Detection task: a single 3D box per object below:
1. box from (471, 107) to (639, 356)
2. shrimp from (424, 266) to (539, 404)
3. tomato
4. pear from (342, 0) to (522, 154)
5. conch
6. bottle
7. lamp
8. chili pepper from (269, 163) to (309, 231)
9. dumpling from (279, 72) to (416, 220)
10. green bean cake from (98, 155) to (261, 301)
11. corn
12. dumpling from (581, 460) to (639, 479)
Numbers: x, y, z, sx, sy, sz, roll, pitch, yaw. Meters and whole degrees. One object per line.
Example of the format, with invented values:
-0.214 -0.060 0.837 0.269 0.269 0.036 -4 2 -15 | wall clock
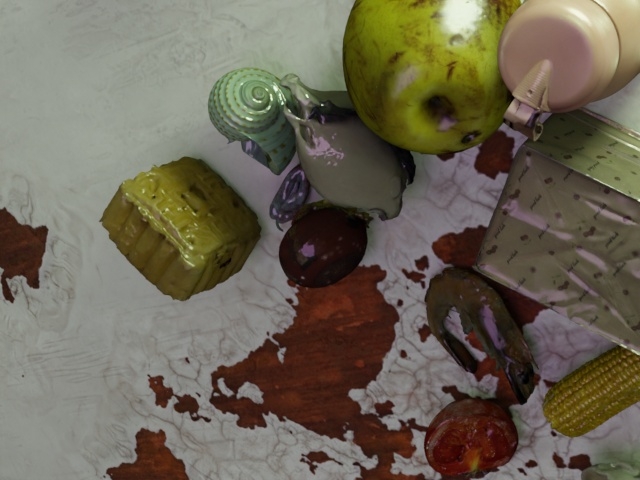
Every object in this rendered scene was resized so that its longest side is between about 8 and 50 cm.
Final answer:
0.401 -0.017 1.469 0.297 0.190 0.225 29 126 18 | box
0.256 0.160 1.733 0.173 0.058 0.253 -23 96 45 | shrimp
0.254 0.326 1.791 0.159 0.091 0.139 -8 120 6 | tomato
0.160 -0.254 1.445 0.283 0.283 0.283 14 119 26 | pear
-0.100 -0.206 1.729 0.172 0.200 0.131 35 88 -3 | conch
0.328 -0.247 1.333 0.173 0.297 0.206 33 125 13 | bottle
-0.001 0.003 1.760 0.135 0.157 0.156 54 146 22 | lamp
-0.051 -0.076 1.816 0.050 0.041 0.153 13 130 -23 | chili pepper
0.049 -0.160 1.614 0.163 0.204 0.293 -26 121 29 | dumpling
-0.240 -0.028 1.844 0.229 0.224 0.131 46 128 10 | green bean cake
0.445 0.220 1.615 0.093 0.093 0.244 48 127 4 | corn
0.515 0.476 1.640 0.175 0.243 0.227 -3 132 -8 | dumpling
